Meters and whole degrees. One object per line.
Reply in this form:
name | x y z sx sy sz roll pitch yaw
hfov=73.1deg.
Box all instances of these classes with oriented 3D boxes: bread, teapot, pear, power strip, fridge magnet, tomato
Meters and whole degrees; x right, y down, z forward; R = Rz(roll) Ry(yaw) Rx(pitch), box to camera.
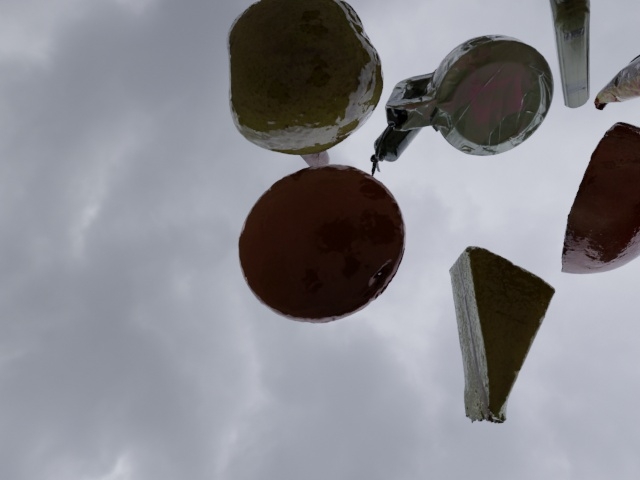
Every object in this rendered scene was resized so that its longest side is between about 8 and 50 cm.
bread | 0.387 0.240 1.080 0.245 0.233 0.361 28 -109 13
teapot | 0.227 -0.221 0.682 0.222 0.163 0.178 -31 -155 23
pear | -0.019 -0.229 0.592 0.211 0.188 0.228 -9 -110 4
power strip | 0.533 -0.408 0.911 0.066 0.387 0.092 -13 -109 30
fridge magnet | 0.000 0.000 0.923 0.364 0.155 0.363 -7 -116 14
tomato | 0.637 -0.076 0.901 0.144 0.338 0.338 23 -96 36

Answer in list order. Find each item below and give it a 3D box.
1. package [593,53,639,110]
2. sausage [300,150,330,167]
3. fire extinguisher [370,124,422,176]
package | 0.807 -0.414 1.013 0.223 0.288 0.108 -28 -83 9
sausage | -0.074 -0.322 1.221 0.088 0.433 0.087 -11 -117 23
fire extinguisher | 0.228 -0.313 1.291 0.093 0.118 0.294 29 -111 30
